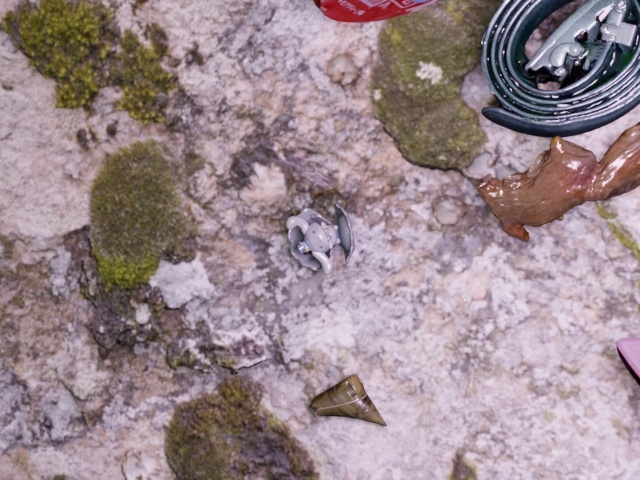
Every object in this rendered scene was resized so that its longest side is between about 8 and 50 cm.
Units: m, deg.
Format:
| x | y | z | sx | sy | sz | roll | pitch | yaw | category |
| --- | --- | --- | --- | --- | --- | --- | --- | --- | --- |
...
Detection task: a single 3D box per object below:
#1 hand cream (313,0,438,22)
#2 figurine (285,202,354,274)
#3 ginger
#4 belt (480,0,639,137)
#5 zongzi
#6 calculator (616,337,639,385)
| x | y | z | sx | sy | sz | roll | pitch | yaw | category |
| --- | --- | --- | --- | --- | --- | --- | --- | --- | --- |
| 0.084 | -0.390 | 1.631 | 0.230 | 0.230 | 0.149 | -17 | 80 | 17 | hand cream |
| 0.000 | 0.000 | 1.699 | 0.086 | 0.082 | 0.094 | -10 | 87 | -4 | figurine |
| 0.340 | -0.093 | 1.584 | 0.290 | 0.084 | 0.122 | -24 | 109 | 22 | ginger |
| 0.314 | -0.236 | 1.597 | 0.267 | 0.116 | 0.206 | -33 | 79 | 11 | belt |
| 0.037 | 0.229 | 1.697 | 0.076 | 0.040 | 0.083 | -33 | 94 | 20 | zongzi |
| 0.499 | 0.180 | 1.472 | 0.194 | 0.043 | 0.294 | -31 | 54 | -26 | calculator |
